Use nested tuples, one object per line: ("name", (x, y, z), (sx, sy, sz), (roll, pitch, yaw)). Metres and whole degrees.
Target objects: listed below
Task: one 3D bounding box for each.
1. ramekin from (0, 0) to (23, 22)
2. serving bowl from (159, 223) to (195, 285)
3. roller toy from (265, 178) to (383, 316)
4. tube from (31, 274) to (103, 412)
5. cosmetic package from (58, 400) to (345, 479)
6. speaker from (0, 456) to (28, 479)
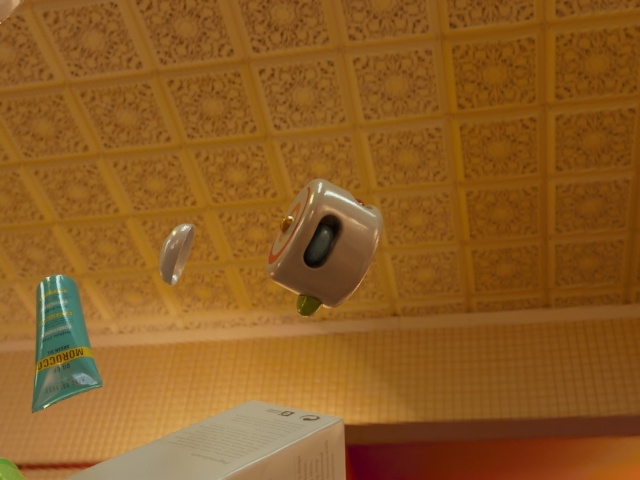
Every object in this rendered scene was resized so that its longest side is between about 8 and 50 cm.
("ramekin", (-0.495, -0.359, 1.041), (0.277, 0.277, 0.135), (1, -37, 5))
("serving bowl", (-0.187, 0.015, 1.111), (0.027, 0.083, 0.083), (18, -44, 0))
("roller toy", (0.000, 0.000, 1.437), (0.146, 0.209, 0.191), (27, -46, -12))
("tube", (-0.306, 0.120, 1.032), (0.080, 0.207, 0.052), (-24, -52, -4))
("cosmetic package", (-0.157, 0.355, 0.977), (0.162, 0.453, 0.230), (3, -82, 35))
("speaker", (-0.525, 0.465, 1.471), (0.297, 0.131, 0.131), (14, -27, 50))
